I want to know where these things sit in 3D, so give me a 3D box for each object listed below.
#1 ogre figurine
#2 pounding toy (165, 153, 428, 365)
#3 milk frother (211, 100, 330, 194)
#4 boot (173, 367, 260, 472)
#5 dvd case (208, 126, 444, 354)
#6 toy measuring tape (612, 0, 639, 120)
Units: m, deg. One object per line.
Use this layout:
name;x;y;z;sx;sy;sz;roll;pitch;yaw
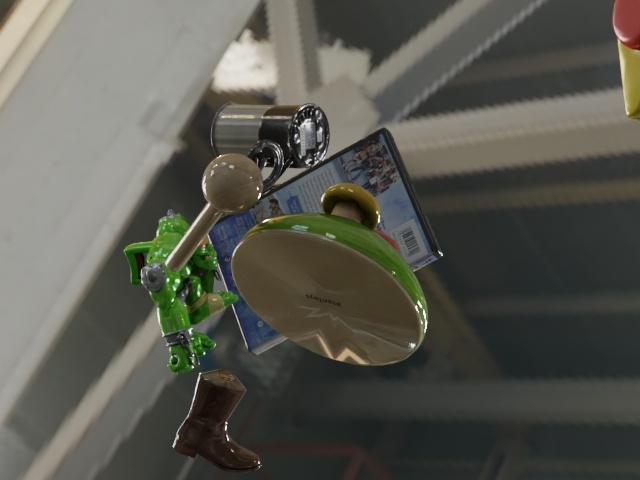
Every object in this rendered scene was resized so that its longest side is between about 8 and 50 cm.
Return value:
ogre figurine;-0.151;0.048;1.931;0.097;0.197;0.118;-5;-60;30
pounding toy;0.001;0.002;1.604;0.237;0.110;0.183;29;-33;-1
milk frother;-0.085;-0.120;2.301;0.135;0.129;0.143;3;-8;37
boot;-0.098;0.197;1.989;0.106;0.037;0.114;16;-63;-16
dvd case;0.000;0.000;2.089;0.253;0.180;0.022;-29;-30;13
toy measuring tape;0.319;-0.134;1.545;0.121;0.330;0.121;-2;-21;-1
